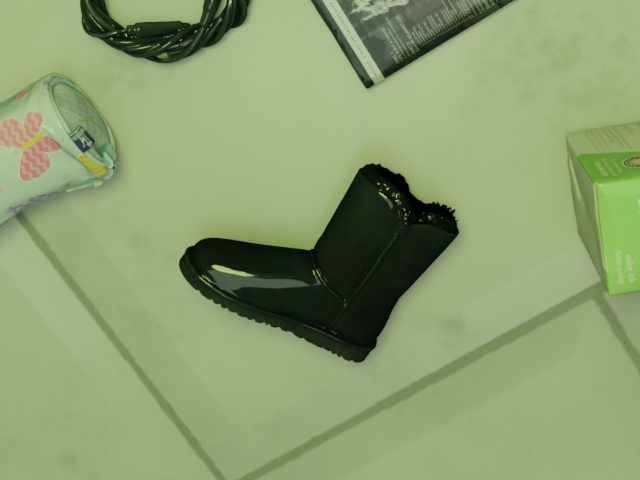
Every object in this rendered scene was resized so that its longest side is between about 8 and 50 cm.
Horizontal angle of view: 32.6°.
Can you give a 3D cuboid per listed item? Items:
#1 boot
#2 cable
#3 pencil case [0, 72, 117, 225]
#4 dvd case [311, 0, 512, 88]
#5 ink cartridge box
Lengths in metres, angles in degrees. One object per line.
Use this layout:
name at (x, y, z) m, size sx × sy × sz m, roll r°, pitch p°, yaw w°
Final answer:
boot at (0.000, 0.000, 1.168) m, size 0.246 × 0.094 × 0.207 m, roll 26°, pitch 113°, yaw -12°
cable at (-0.162, -0.258, 1.121) m, size 0.184 × 0.047 × 0.150 m, roll -30°, pitch 110°, yaw 11°
pencil case at (-0.351, -0.066, 1.163) m, size 0.273 × 0.113 × 0.124 m, roll -27°, pitch 125°, yaw 12°
dvd case at (0.098, -0.278, 1.104) m, size 0.221 × 0.018 × 0.164 m, roll -30°, pitch 106°, yaw 13°
ink cartridge box at (0.433, -0.058, 1.058) m, size 0.353 × 0.207 × 0.119 m, roll -9°, pitch 107°, yaw 8°
